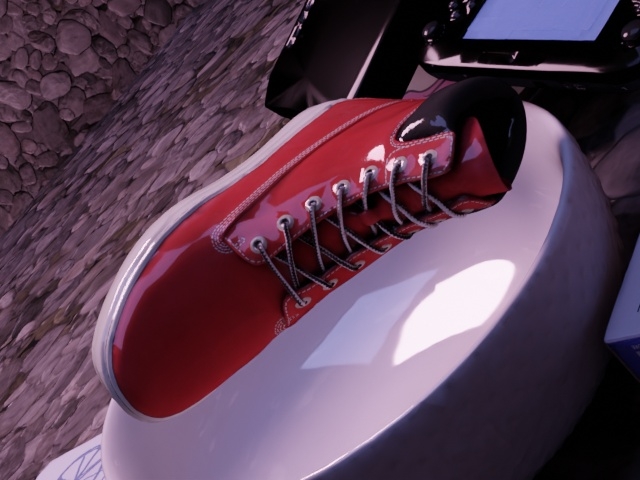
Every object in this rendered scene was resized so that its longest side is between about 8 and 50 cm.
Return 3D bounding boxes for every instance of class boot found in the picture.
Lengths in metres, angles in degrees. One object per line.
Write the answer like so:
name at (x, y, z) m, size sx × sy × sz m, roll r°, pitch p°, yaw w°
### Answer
boot at (0.000, 0.000, 0.577) m, size 0.244 × 0.088 × 0.176 m, roll -48°, pitch 25°, yaw -27°

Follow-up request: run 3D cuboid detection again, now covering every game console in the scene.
game console at (0.099, -0.159, 0.694) m, size 0.361 × 0.044 × 0.213 m, roll 18°, pitch 81°, yaw 56°

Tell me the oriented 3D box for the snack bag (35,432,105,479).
snack bag at (-0.201, 0.271, 0.916) m, size 0.323 × 0.037 × 0.342 m, roll -30°, pitch 24°, yaw 36°

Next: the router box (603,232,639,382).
router box at (0.323, -0.070, 0.497) m, size 0.335 × 0.082 × 0.301 m, roll -21°, pitch 31°, yaw 48°

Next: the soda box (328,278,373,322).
soda box at (0.071, 0.016, 0.848) m, size 0.169 × 0.060 × 0.053 m, roll -45°, pitch 24°, yaw 0°

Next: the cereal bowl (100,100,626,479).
cereal bowl at (0.038, 0.072, 0.670) m, size 0.339 × 0.141 × 0.339 m, roll -33°, pitch 24°, yaw 17°

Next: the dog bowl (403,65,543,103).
dog bowl at (0.128, -0.243, 0.994) m, size 0.408 × 0.150 × 0.408 m, roll -51°, pitch 12°, yaw 15°
